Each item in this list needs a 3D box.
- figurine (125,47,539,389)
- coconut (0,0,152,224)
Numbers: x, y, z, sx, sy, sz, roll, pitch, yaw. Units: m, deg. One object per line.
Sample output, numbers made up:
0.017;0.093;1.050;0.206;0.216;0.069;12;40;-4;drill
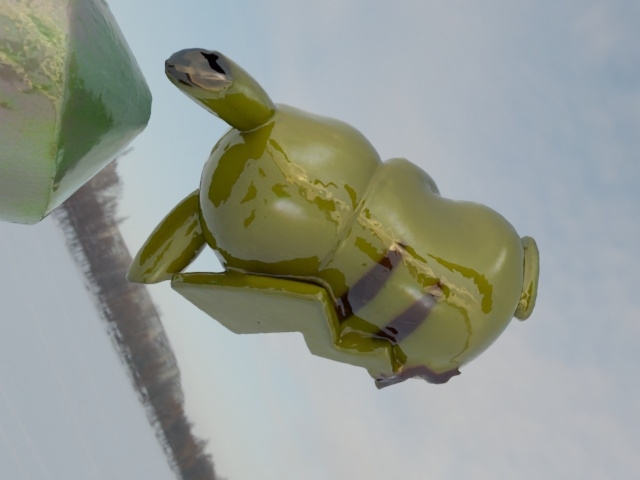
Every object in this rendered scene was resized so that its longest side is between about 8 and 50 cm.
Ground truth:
0.006;0.004;0.524;0.326;0.169;0.218;34;-54;-5;figurine
-0.239;-0.121;0.463;0.204;0.235;0.236;10;-57;63;coconut
